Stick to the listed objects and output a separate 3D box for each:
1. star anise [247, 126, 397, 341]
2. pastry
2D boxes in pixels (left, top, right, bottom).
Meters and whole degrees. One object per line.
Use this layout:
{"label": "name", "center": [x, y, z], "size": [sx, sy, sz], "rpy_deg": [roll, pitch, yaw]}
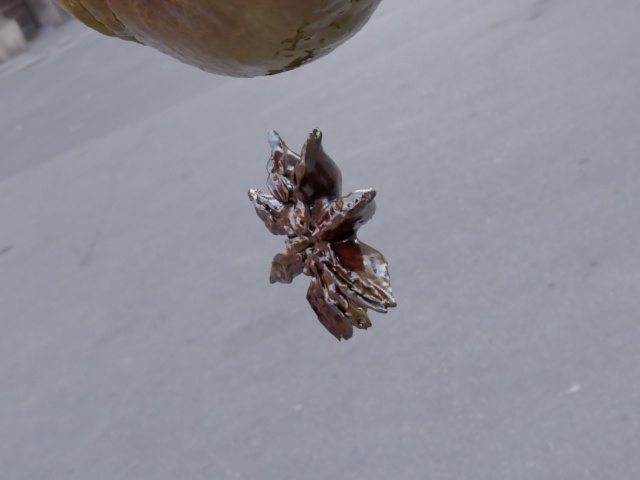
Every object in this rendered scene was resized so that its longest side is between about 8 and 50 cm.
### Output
{"label": "star anise", "center": [0.001, 0.001, 1.343], "size": [0.088, 0.288, 0.288], "rpy_deg": [-26, 16, -27]}
{"label": "pastry", "center": [-0.108, -0.263, 0.888], "size": [0.356, 0.356, 0.164], "rpy_deg": [-9, 43, 41]}
